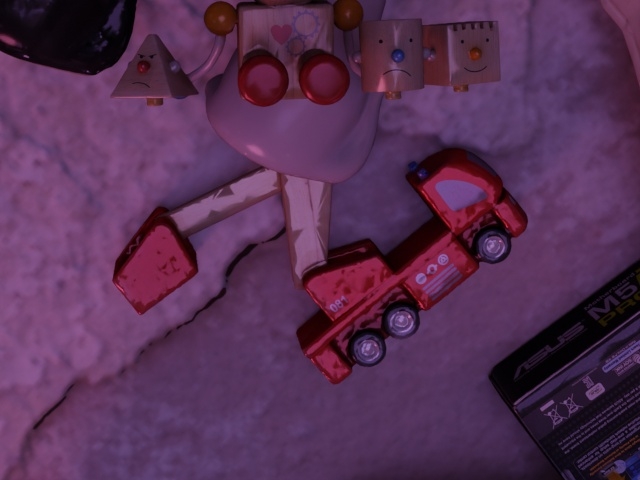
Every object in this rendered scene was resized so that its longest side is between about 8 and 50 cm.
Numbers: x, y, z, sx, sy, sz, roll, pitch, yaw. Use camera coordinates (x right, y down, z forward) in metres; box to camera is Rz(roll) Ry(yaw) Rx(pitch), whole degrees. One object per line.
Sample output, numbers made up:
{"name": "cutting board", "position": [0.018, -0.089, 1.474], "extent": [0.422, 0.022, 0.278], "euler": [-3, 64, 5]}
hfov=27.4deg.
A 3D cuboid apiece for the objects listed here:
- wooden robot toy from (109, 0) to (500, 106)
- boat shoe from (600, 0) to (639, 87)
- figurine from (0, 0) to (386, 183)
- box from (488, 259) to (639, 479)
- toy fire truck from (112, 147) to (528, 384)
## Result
{"name": "wooden robot toy", "position": [-0.005, -0.100, 0.567], "extent": [0.173, 0.076, 0.079], "euler": [-3, 100, -8]}
{"name": "boat shoe", "position": [0.219, -0.083, 0.654], "extent": [0.099, 0.116, 0.319], "euler": [-17, 84, -16]}
{"name": "figurine", "position": [-0.034, -0.158, 0.613], "extent": [0.215, 0.092, 0.209], "euler": [24, 114, -15]}
{"name": "box", "position": [0.266, 0.086, 0.750], "extent": [0.270, 0.060, 0.216], "euler": [-37, 105, 3]}
{"name": "toy fire truck", "position": [0.000, 0.000, 0.704], "extent": [0.192, 0.047, 0.135], "euler": [-40, 103, 3]}
